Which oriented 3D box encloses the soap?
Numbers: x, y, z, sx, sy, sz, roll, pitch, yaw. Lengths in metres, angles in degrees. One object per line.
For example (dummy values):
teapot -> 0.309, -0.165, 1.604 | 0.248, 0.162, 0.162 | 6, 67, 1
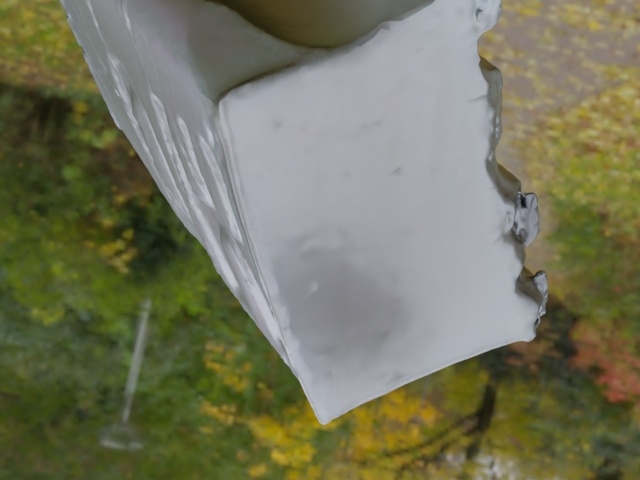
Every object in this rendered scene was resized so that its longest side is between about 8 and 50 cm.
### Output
soap -> -0.037, -0.121, 1.087 | 0.435, 0.213, 0.350 | 50, 165, 47
